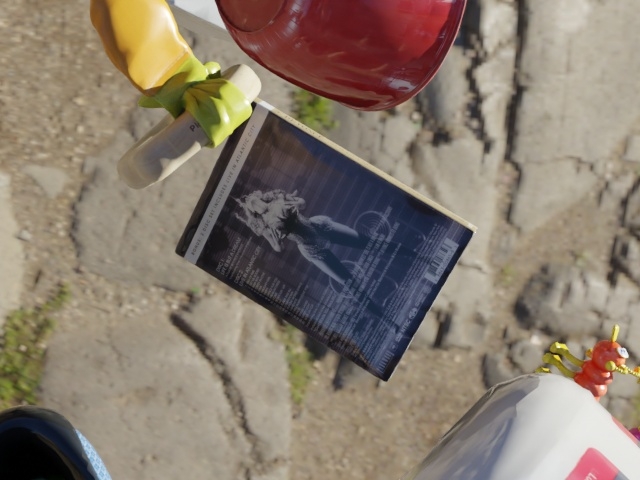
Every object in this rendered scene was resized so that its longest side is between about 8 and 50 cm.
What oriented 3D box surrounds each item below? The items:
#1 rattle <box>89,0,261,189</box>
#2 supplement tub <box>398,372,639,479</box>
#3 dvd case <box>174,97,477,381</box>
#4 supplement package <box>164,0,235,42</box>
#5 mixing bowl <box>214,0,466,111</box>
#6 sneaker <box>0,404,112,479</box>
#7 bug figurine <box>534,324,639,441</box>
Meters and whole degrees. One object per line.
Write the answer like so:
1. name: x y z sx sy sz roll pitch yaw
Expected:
1. rattle: -0.130 -0.116 1.043 0.142 0.200 0.130 34 97 -12
2. supplement tub: 0.104 0.196 0.455 0.272 0.191 0.191 45 63 8
3. dvd case: 0.000 0.000 1.177 0.164 0.221 0.018 -62 173 26
4. supplement package: -0.098 -0.236 1.188 0.105 0.179 0.105 21 93 -29
5. mixing bowl: -0.004 -0.169 0.850 0.098 0.181 0.181 -6 102 -39
6. sneaker: -0.117 0.200 0.492 0.129 0.330 0.147 -7 135 -5
7. bug figurine: 0.330 0.192 1.522 0.279 0.072 0.216 8 118 -43
